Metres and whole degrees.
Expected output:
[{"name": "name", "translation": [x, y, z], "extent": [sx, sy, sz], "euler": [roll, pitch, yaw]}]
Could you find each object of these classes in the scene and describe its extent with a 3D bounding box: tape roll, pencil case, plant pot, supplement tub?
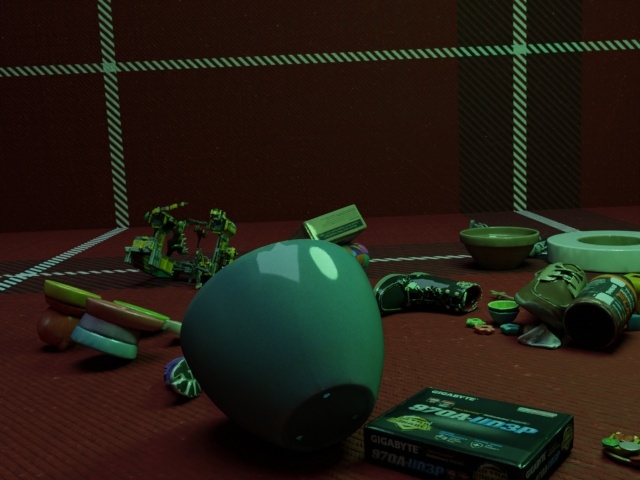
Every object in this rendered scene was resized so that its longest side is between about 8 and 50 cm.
[{"name": "tape roll", "translation": [0.893, 0.030, 2.175], "extent": [0.392, 0.072, 0.392], "euler": [-3, 8, 0]}, {"name": "pencil case", "translation": [0.050, 0.067, 2.085], "extent": [0.104, 0.104, 0.236], "euler": [3, 9, 35]}, {"name": "plant pot", "translation": [-0.026, 0.170, 0.978], "extent": [0.290, 0.290, 0.195], "euler": [-7, 41, -25]}, {"name": "supplement tub", "translation": [0.559, 0.130, 1.400], "extent": [0.106, 0.106, 0.198], "euler": [4, 21, 37]}, {"name": "plant pot", "translation": [0.548, 0.025, 2.178], "extent": [0.237, 0.109, 0.237], "euler": [-2, 10, 0]}]

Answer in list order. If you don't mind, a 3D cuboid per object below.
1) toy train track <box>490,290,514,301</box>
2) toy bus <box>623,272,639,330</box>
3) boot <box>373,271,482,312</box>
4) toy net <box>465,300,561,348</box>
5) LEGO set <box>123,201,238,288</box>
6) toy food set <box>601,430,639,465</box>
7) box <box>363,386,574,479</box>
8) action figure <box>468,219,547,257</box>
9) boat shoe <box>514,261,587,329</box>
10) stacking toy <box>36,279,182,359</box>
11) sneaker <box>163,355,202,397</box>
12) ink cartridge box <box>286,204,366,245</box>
[{"name": "toy train track", "translation": [0.455, 0.141, 1.760], "extent": [0.048, 0.014, 0.083], "euler": [0, 11, -36]}, {"name": "toy bus", "translation": [0.729, 0.122, 1.494], "extent": [0.202, 0.104, 0.191], "euler": [-2, 9, 4]}, {"name": "boot", "translation": [0.249, 0.128, 1.667], "extent": [0.179, 0.085, 0.236], "euler": [9, 13, 43]}, {"name": "toy net", "translation": [0.397, 0.172, 1.456], "extent": [0.122, 0.045, 0.232], "euler": [-4, 9, -17]}, {"name": "LEGO set", "translation": [-0.430, 0.000, 2.130], "extent": [0.331, 0.255, 0.192], "euler": [13, -13, 22]}, {"name": "toy food set", "translation": [0.406, 0.266, 0.911], "extent": [0.083, 0.020, 0.083], "euler": [5, 12, 40]}, {"name": "box", "translation": [0.193, 0.258, 0.926], "extent": [0.220, 0.051, 0.175], "euler": [4, 10, 38]}, {"name": "action figure", "translation": [0.628, 0.002, 2.367], "extent": [0.185, 0.099, 0.285], "euler": [2, 8, -35]}, {"name": "boat shoe", "translation": [0.497, 0.100, 1.503], "extent": [0.123, 0.116, 0.324], "euler": [31, 16, 17]}, {"name": "stacking toy", "translation": [-0.431, 0.199, 1.493], "extent": [0.279, 0.130, 0.309], "euler": [25, -10, -42]}, {"name": "sneaker", "translation": [-0.241, 0.236, 1.226], "extent": [0.071, 0.068, 0.170], "euler": [-18, 0, 1]}, {"name": "ink cartridge box", "translation": [0.000, 0.000, 2.144], "extent": [0.193, 0.088, 0.234], "euler": [-22, -12, -32]}]
